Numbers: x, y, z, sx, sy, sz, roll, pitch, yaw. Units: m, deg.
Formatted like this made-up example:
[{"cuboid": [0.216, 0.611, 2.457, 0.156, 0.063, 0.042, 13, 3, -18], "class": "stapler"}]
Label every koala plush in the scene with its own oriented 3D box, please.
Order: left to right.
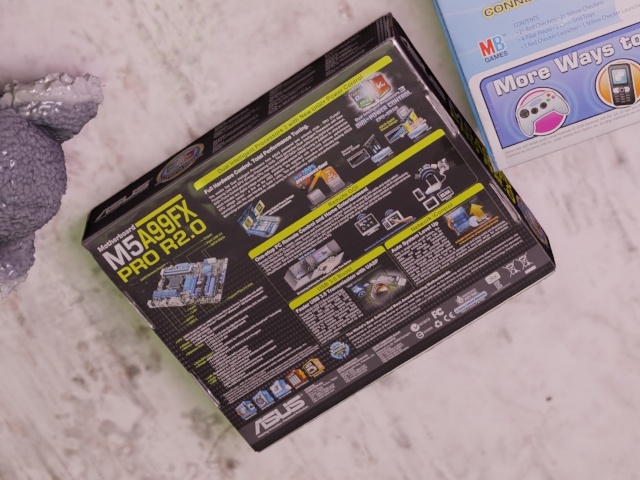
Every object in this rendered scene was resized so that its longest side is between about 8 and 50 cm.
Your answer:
[{"cuboid": [-0.260, -0.051, 1.148, 0.221, 0.203, 0.196, 12, 108, -44], "class": "koala plush"}]

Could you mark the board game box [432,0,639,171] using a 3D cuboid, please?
[{"cuboid": [0.205, -0.238, 1.109, 0.308, 0.086, 0.302, -19, 113, 8], "class": "board game box"}]

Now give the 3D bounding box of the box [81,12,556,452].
[{"cuboid": [0.000, 0.000, 1.233, 0.270, 0.060, 0.216, -33, 110, 14], "class": "box"}]
